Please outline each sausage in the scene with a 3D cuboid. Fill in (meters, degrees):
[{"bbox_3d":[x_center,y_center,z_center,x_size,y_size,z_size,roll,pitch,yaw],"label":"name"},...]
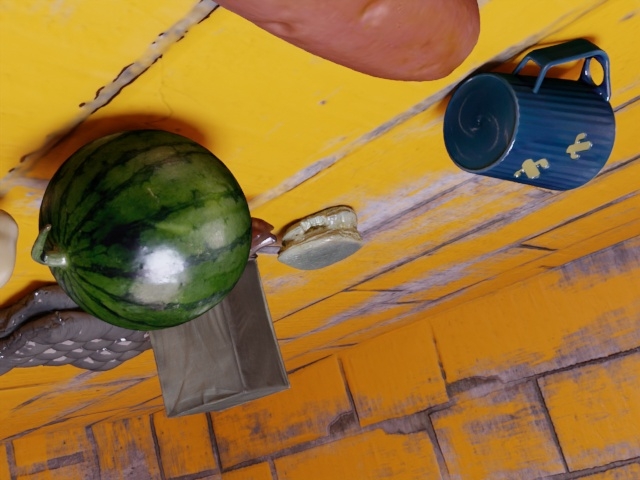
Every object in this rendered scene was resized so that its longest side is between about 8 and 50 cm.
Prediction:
[{"bbox_3d":[0.004,-0.167,0.398,0.113,0.114,0.259,-26,163,30],"label":"sausage"}]

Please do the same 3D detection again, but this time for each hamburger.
[{"bbox_3d":[0.000,0.000,1.047,0.140,0.063,0.133,-21,160,21],"label":"hamburger"}]

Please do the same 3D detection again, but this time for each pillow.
[{"bbox_3d":[-0.395,0.151,1.093,0.228,0.101,0.326,-26,164,25],"label":"pillow"}]

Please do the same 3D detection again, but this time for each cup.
[{"bbox_3d":[0.237,-0.140,0.735,0.155,0.131,0.177,-1,129,-34],"label":"cup"}]

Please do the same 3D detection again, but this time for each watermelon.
[{"bbox_3d":[-0.168,-0.005,0.613,0.214,0.188,0.188,-30,177,-45],"label":"watermelon"}]

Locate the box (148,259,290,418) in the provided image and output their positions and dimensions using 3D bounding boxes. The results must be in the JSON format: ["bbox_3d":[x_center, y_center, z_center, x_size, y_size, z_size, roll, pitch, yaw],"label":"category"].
[{"bbox_3d":[-0.172,0.148,1.061,0.155,0.232,0.149,-21,163,20],"label":"box"}]

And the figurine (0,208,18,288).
[{"bbox_3d":[-0.362,-0.005,0.590,0.108,0.114,0.196,-19,156,12],"label":"figurine"}]

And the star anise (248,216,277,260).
[{"bbox_3d":[-0.195,0.012,0.839,0.288,0.088,0.288,-8,172,-1],"label":"star anise"}]
